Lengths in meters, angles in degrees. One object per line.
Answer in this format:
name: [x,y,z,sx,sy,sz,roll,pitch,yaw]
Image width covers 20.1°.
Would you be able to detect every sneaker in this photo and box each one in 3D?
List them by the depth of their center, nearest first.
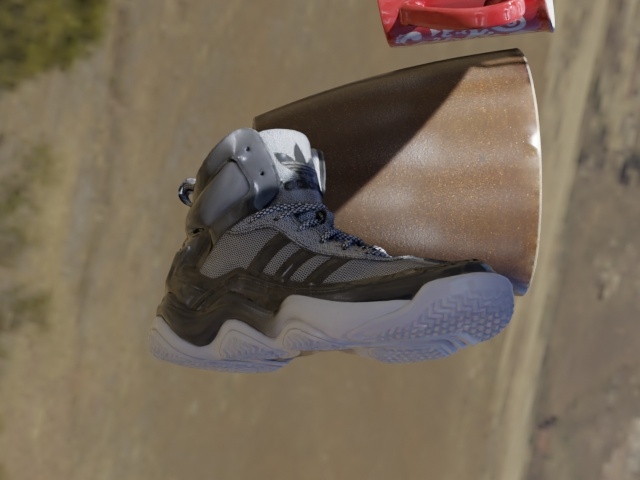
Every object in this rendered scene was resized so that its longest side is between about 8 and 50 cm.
sneaker: [0.000,0.000,1.139,0.101,0.269,0.153,16,71,-50]

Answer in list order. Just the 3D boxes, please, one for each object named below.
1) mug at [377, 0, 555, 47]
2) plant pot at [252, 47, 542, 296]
mug: [0.143,-0.255,1.816,0.150,0.169,0.113,8,75,-77]
plant pot: [0.058,-0.055,1.555,0.215,0.230,0.215,178,-90,-86]
